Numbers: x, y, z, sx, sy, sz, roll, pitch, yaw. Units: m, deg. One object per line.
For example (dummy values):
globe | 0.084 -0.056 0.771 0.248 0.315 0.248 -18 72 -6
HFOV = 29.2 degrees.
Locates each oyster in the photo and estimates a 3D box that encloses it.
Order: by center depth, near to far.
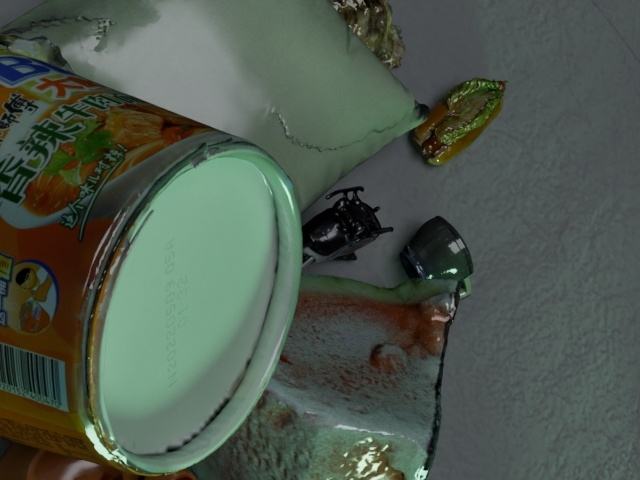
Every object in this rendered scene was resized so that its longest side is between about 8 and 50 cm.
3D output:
oyster | 0.023 -0.233 1.189 0.108 0.053 0.165 -28 99 -17

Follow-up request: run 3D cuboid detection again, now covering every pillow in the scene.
pillow | -0.094 -0.135 1.066 0.312 0.119 0.310 -44 102 -20

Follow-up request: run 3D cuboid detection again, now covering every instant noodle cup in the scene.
instant noodle cup | -0.160 0.023 0.838 0.296 0.214 0.296 -36 134 -48

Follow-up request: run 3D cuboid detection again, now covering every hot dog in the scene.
hot dog | 0.142 -0.125 1.226 0.133 0.041 0.056 -40 98 -27

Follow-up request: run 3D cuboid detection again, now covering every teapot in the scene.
teapot | 0.112 0.025 1.175 0.057 0.066 0.088 -30 116 -8

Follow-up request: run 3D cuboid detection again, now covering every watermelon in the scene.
watermelon | 0.008 0.125 1.006 0.289 0.214 0.319 37 71 -23

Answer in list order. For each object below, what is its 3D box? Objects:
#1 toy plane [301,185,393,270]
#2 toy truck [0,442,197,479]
toy plane | 0.000 0.000 1.064 0.053 0.078 0.197 55 30 12
toy truck | -0.143 0.266 0.944 0.189 0.239 0.264 -33 136 -24
